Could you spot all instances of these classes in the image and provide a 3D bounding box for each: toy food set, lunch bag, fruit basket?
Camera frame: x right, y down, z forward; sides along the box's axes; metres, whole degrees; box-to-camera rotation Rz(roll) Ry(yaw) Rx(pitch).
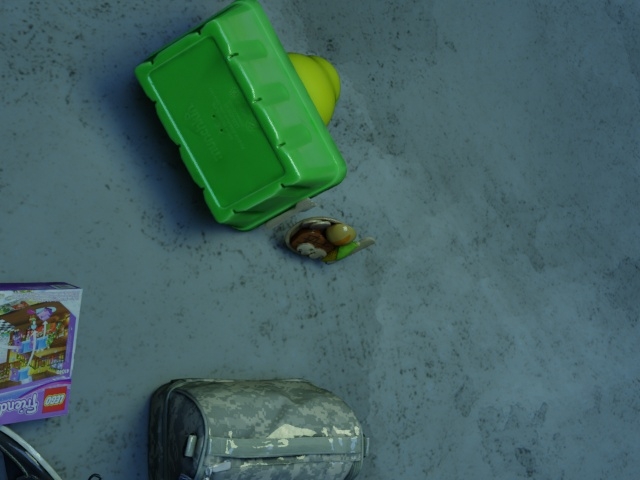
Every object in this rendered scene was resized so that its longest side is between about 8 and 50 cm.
[{"bbox_3d":[0.000,0.000,1.496,0.192,0.132,0.038,30,44,-39],"label":"toy food set"},{"bbox_3d":[-0.109,0.323,1.313,0.305,0.256,0.212,7,76,-28],"label":"lunch bag"},{"bbox_3d":[-0.113,-0.230,1.473,0.392,0.283,0.392,54,18,-27],"label":"fruit basket"}]

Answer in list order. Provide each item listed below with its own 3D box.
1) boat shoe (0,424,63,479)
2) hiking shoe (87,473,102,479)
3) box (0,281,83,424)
[{"bbox_3d":[-0.427,0.366,1.223,0.079,0.084,0.233,-41,105,-28],"label":"boat shoe"},{"bbox_3d":[-0.364,0.486,1.166,0.132,0.113,0.304,-5,109,-19],"label":"hiking shoe"},{"bbox_3d":[-0.487,0.162,1.161,0.293,0.057,0.201,3,98,-49],"label":"box"}]
